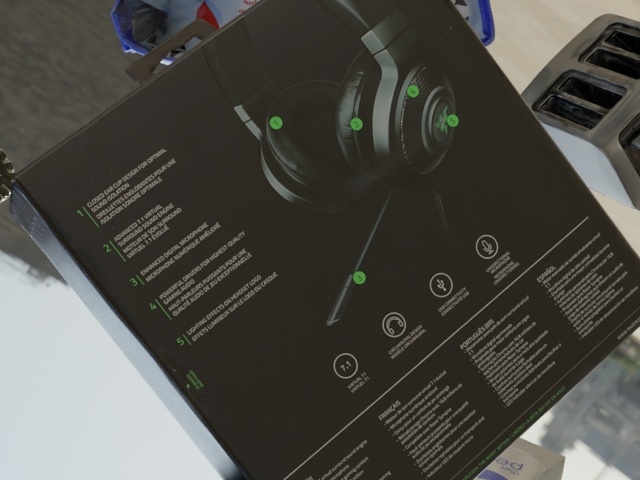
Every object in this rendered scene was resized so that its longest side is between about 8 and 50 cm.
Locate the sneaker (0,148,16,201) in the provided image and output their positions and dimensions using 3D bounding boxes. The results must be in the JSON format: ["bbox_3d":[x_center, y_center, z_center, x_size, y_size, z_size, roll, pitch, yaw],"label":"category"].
[{"bbox_3d":[-0.299,-0.014,0.817,0.162,0.073,0.063,-37,-81,-46],"label":"sneaker"}]

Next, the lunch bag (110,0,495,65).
[{"bbox_3d":[-0.016,-0.280,1.259,0.328,0.385,0.239,-38,-64,-80],"label":"lunch bag"}]

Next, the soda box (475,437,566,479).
[{"bbox_3d":[0.133,0.282,1.115,0.091,0.098,0.286,20,-159,37],"label":"soda box"}]

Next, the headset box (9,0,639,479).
[{"bbox_3d":[0.000,0.000,0.619,0.283,0.246,0.131,52,164,-6],"label":"headset box"}]

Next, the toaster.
[{"bbox_3d":[0.322,-0.144,1.205,0.186,0.168,0.110,36,168,51],"label":"toaster"}]
